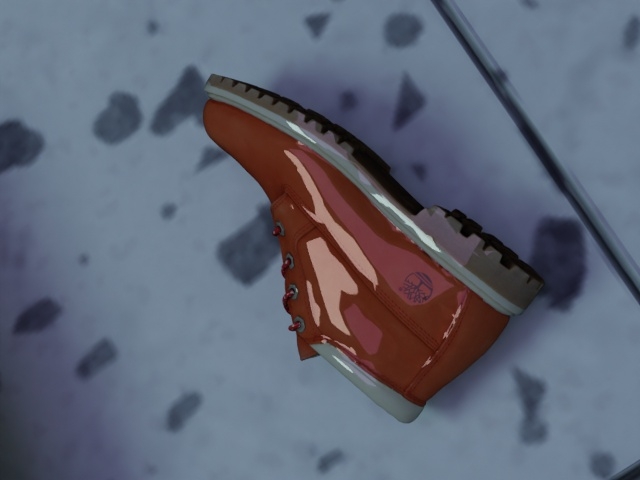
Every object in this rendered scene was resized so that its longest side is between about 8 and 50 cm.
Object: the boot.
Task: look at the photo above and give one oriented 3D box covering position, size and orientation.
[{"bbox_3d":[0.000,0.000,0.568,0.158,0.059,0.085,40,101,19],"label":"boot"}]
